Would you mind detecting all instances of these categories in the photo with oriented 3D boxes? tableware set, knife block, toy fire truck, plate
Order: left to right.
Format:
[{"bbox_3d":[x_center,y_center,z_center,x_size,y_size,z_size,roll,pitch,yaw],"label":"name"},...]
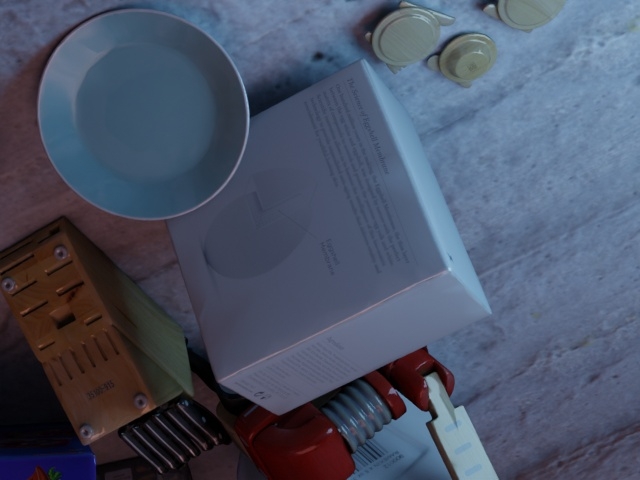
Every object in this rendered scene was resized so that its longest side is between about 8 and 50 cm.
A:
[{"bbox_3d":[-0.194,0.109,1.593,0.088,0.242,0.276,-29,89,13],"label":"knife block"},{"bbox_3d":[-0.153,-0.110,1.367,0.188,0.024,0.188,2,106,6],"label":"plate"},{"bbox_3d":[0.050,0.185,1.565,0.217,0.246,0.158,-39,136,-15],"label":"toy fire truck"},{"bbox_3d":[0.131,-0.201,1.397,0.141,0.020,0.169,24,123,-34],"label":"tableware set"}]

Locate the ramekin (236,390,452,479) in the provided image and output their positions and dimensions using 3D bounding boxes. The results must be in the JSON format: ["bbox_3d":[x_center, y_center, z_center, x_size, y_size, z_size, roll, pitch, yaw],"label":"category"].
[{"bbox_3d":[0.040,0.271,1.670,0.277,0.277,0.135,-10,128,-4],"label":"ramekin"}]

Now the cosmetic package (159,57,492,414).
[{"bbox_3d":[0.000,0.000,1.400,0.224,0.224,0.138,-27,153,14],"label":"cosmetic package"}]

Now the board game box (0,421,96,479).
[{"bbox_3d":[-0.404,0.241,1.558,0.347,0.233,0.078,-2,92,-12],"label":"board game box"}]

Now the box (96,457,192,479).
[{"bbox_3d":[-0.312,0.412,1.682,0.395,0.318,0.097,-11,135,-1],"label":"box"}]
